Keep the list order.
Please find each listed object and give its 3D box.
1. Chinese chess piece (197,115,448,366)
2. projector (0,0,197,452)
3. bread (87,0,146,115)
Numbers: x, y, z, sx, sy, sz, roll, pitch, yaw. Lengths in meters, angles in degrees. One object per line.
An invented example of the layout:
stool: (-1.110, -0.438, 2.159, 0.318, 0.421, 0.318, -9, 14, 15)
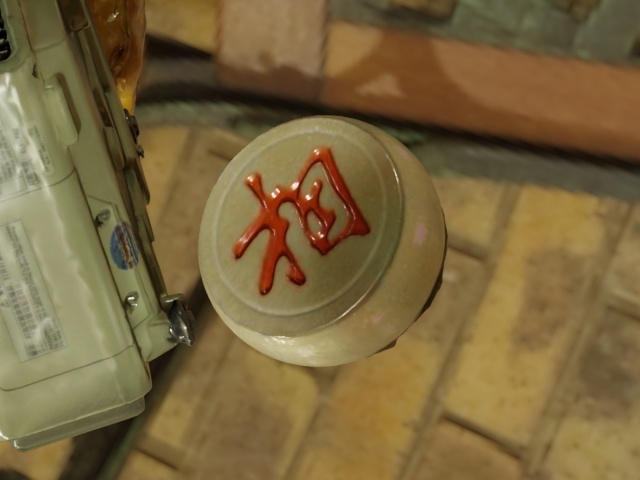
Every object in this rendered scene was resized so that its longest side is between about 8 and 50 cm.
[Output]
Chinese chess piece: (0.000, 0.000, 0.938, 0.051, 0.122, 0.122, 34, 80, -58)
projector: (-0.124, -0.056, 0.778, 0.269, 0.088, 0.193, -117, -172, -67)
bread: (-0.195, -0.108, 1.081, 0.146, 0.268, 0.268, 9, 104, -40)
